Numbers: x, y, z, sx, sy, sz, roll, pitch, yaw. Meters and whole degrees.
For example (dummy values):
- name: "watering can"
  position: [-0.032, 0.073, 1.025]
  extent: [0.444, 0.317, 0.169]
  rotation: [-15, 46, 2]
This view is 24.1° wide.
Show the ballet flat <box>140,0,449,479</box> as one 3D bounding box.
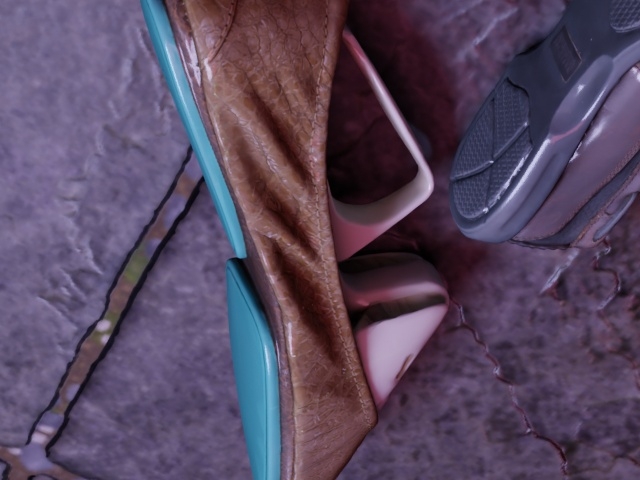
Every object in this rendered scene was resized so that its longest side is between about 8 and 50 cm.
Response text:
- name: "ballet flat"
  position: [0.000, 0.000, 0.771]
  extent: [0.124, 0.116, 0.342]
  rotation: [-15, 121, -8]

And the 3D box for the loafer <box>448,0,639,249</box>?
- name: "loafer"
  position: [0.159, -0.092, 0.697]
  extent: [0.084, 0.096, 0.267]
  rotation: [16, 134, -24]
